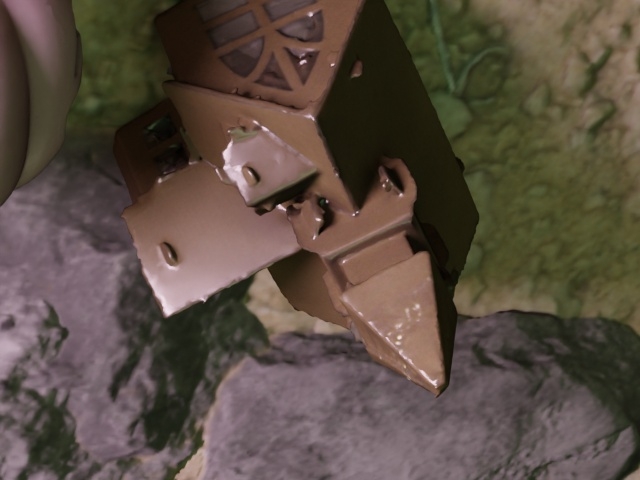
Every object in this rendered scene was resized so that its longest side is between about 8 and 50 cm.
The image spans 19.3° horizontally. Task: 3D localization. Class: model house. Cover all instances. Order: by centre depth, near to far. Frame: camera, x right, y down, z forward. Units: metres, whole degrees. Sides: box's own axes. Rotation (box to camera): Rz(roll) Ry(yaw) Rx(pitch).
[{"bbox_3d":[0.000,0.000,0.934,0.176,0.248,0.181,-27,131,1],"label":"model house"}]

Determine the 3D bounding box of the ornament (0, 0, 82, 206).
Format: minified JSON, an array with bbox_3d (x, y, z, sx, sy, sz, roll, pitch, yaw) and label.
[{"bbox_3d":[-0.195,-0.080,0.845,0.178,0.177,0.177,-11,130,-13],"label":"ornament"}]
